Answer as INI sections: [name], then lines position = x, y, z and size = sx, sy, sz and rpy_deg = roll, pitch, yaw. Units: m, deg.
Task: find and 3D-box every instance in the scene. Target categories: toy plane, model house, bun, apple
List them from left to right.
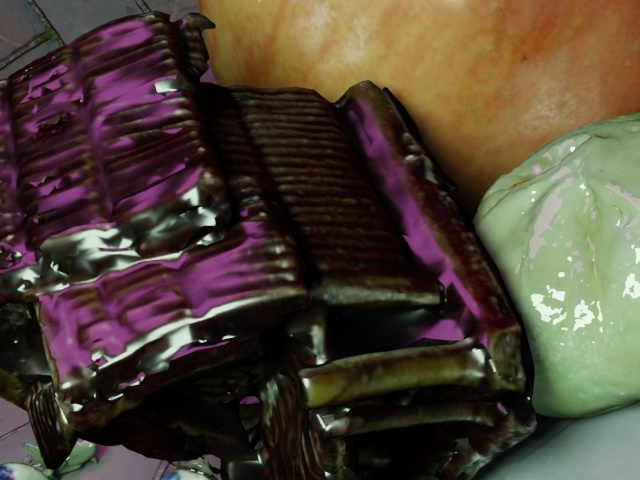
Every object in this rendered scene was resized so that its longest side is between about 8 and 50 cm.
[toy plane]
position = -0.202, 0.169, 1.135
size = 0.083, 0.033, 0.080
rpy_deg = -13, 25, 37
[model house]
position = -0.099, 0.048, 0.774
size = 0.317, 0.282, 0.297
rpy_deg = -111, 35, -43
[apple]
position = 0.090, -0.172, 0.970
size = 0.364, 0.364, 0.364
rpy_deg = -32, 16, 10
[bun]
position = 0.154, 0.001, 0.755
size = 0.195, 0.118, 0.195
rpy_deg = -28, 16, 9

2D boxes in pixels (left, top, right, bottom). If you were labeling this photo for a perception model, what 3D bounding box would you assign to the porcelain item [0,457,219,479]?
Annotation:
[porcelain item]
position = -0.099, 0.208, 0.661
size = 0.288, 0.138, 0.186
rpy_deg = -10, 49, 50
